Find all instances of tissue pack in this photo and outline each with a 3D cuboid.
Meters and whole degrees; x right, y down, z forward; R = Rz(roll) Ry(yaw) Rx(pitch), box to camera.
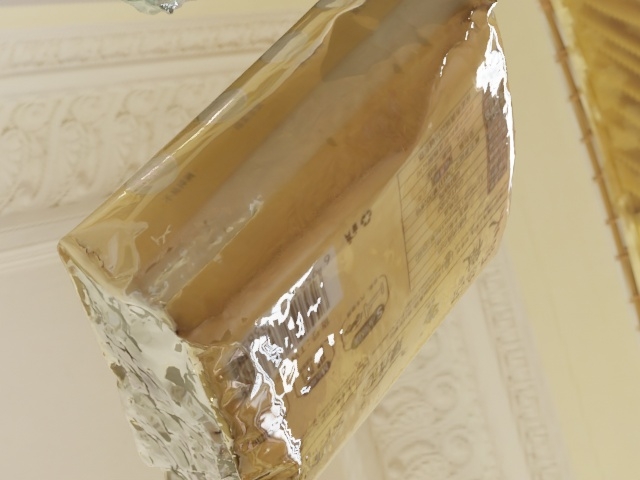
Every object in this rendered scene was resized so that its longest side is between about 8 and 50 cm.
[{"bbox_3d":[0.000,0.000,0.535,0.222,0.090,0.186,-50,-28,-26],"label":"tissue pack"}]

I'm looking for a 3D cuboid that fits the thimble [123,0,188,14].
[{"bbox_3d":[-0.096,-0.238,0.671,0.149,0.211,0.185,34,-162,15],"label":"thimble"}]
